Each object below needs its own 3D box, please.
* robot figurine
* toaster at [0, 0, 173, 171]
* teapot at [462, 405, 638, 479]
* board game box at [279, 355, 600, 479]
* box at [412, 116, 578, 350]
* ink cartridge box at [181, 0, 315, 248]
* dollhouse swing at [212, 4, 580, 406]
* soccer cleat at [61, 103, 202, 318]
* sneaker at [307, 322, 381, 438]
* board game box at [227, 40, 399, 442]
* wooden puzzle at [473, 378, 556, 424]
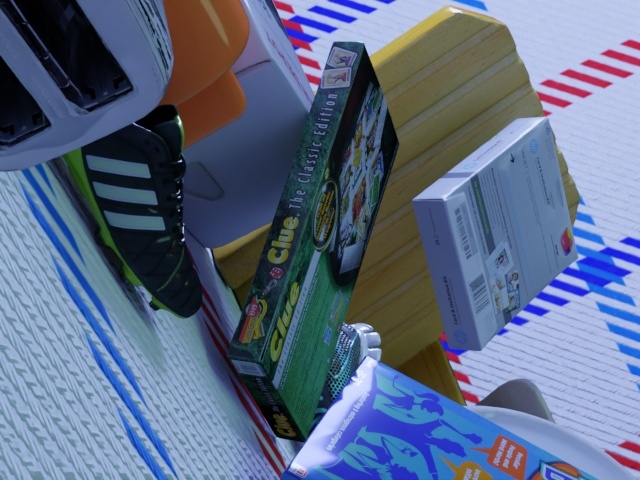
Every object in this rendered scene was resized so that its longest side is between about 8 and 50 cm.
[{"bbox_3d":[-0.125,-0.158,1.037,0.219,0.128,0.158,61,37,-27],"label":"robot figurine"},{"bbox_3d":[-0.144,-0.133,0.730,0.227,0.129,0.146,61,9,-52],"label":"toaster"},{"bbox_3d":[0.119,0.256,1.188,0.256,0.187,0.252,-10,44,-44],"label":"teapot"},{"bbox_3d":[0.088,0.172,1.068,0.210,0.047,0.160,28,30,7],"label":"board game box"},{"bbox_3d":[0.159,-0.009,1.504,0.186,0.038,0.145,-37,120,-44],"label":"box"},{"bbox_3d":[-0.110,-0.180,1.287,0.307,0.129,0.223,67,6,26],"label":"ink cartridge box"},{"bbox_3d":[0.101,0.015,1.508,0.315,0.305,0.347,-108,172,-58],"label":"dollhouse swing"},{"bbox_3d":[-0.101,-0.033,0.962,0.179,0.072,0.060,62,5,-27],"label":"soccer cleat"},{"bbox_3d":[0.001,0.126,1.302,0.076,0.065,0.166,29,42,-31],"label":"sneaker"},{"bbox_3d":[0.000,0.000,1.217,0.136,0.030,0.260,70,34,-57],"label":"board game box"},{"bbox_3d":[0.169,0.277,1.640,0.238,0.044,0.221,-44,-117,48],"label":"wooden puzzle"}]
